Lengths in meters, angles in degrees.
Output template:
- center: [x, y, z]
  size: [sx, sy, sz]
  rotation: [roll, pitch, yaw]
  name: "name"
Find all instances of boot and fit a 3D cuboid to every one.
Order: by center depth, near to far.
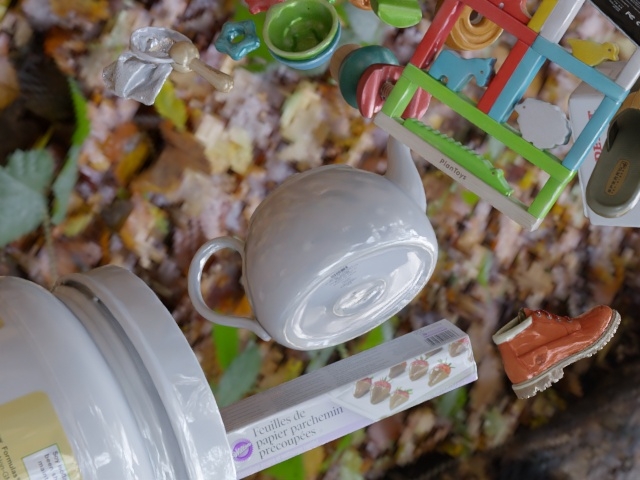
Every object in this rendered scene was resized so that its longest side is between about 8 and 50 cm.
- center: [0.262, 0.100, 1.425]
  size: [0.158, 0.085, 0.059]
  rotation: [-30, 180, -24]
  name: "boot"

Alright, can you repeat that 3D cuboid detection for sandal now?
- center: [0.315, -0.110, 1.296]
  size: [0.049, 0.072, 0.180]
  rotation: [36, 76, -59]
  name: "sandal"

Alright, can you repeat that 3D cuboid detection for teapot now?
- center: [0.000, 0.000, 1.542]
  size: [0.256, 0.187, 0.252]
  rotation: [-10, 146, -36]
  name: "teapot"

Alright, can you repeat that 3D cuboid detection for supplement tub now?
- center: [-0.242, 0.163, 0.775]
  size: [0.331, 0.241, 0.241]
  rotation: [-21, 141, -27]
  name: "supplement tub"

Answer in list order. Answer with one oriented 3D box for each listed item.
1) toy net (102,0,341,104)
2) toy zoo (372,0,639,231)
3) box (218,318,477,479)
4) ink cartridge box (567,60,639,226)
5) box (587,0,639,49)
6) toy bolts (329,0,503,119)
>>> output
- center: [-0.093, -0.188, 1.157]
  size: [0.045, 0.232, 0.122]
  rotation: [63, 23, -58]
  name: "toy net"
- center: [0.200, -0.181, 1.193]
  size: [0.293, 0.192, 0.030]
  rotation: [-59, 164, 18]
  name: "toy zoo"
- center: [0.026, 0.182, 1.502]
  size: [0.324, 0.067, 0.063]
  rotation: [-21, 112, -16]
  name: "box"
- center: [0.475, -0.123, 1.653]
  size: [0.114, 0.272, 0.197]
  rotation: [-47, 131, -46]
  name: "ink cartridge box"
- center: [0.220, -0.214, 0.762]
  size: [0.079, 0.322, 0.257]
  rotation: [-48, -179, -15]
  name: "box"
- center: [0.101, -0.274, 1.663]
  size: [0.218, 0.158, 0.229]
  rotation: [7, 110, -31]
  name: "toy bolts"
